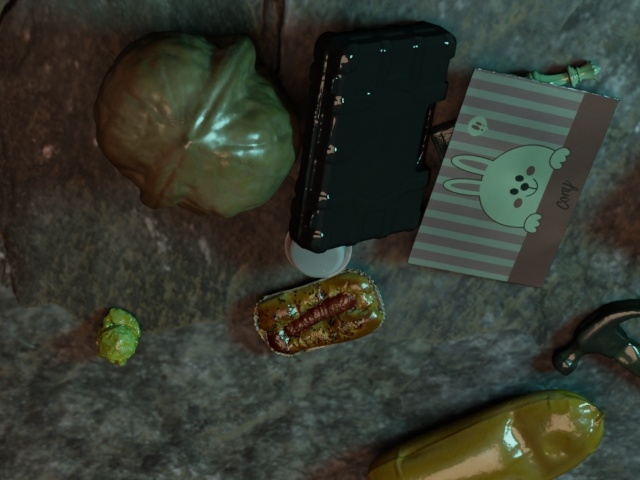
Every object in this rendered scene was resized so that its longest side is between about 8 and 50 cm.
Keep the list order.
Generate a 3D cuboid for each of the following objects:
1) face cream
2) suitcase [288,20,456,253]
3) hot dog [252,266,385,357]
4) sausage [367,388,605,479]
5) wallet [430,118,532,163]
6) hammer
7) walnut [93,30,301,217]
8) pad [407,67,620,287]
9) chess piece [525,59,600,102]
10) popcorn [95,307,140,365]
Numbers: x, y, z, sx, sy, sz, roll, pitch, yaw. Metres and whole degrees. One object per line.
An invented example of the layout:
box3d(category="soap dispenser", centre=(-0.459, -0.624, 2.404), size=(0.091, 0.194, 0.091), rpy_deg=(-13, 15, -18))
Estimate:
box3d(category="face cream", centre=(0.000, 0.000, 1.822), size=(0.091, 0.095, 0.091), rpy_deg=(3, 115, 7))
box3d(category="suitcase", centre=(0.065, -0.131, 1.706), size=(0.066, 0.206, 0.285), rpy_deg=(33, 124, 40))
box3d(category="hot dog", centre=(0.000, 0.105, 1.895), size=(0.191, 0.059, 0.108), rpy_deg=(-19, 106, 18))
box3d(category="sausage", centre=(0.242, 0.307, 1.922), size=(0.354, 0.116, 0.134), rpy_deg=(-23, 95, 14))
box3d(category="wallet", centre=(0.218, -0.126, 1.770), size=(0.129, 0.026, 0.088), rpy_deg=(-18, 110, 16))
box3d(category="hammer", centre=(0.539, 0.243, 1.889), size=(0.440, 0.044, 0.168), rpy_deg=(38, 116, -10))
box3d(category="walnut", centre=(-0.155, -0.147, 1.683), size=(0.227, 0.273, 0.273), rpy_deg=(-28, 108, 13))
box3d(category="pad", centre=(0.250, -0.075, 1.765), size=(0.202, 0.005, 0.300), rpy_deg=(11, 121, -12))
box3d(category="chess piece", centre=(0.312, -0.207, 1.715), size=(0.093, 0.042, 0.042), rpy_deg=(-15, 112, 7))
box3d(category="popcorn", centre=(-0.293, 0.140, 1.953), size=(0.059, 0.068, 0.083), rpy_deg=(12, 79, -22))
